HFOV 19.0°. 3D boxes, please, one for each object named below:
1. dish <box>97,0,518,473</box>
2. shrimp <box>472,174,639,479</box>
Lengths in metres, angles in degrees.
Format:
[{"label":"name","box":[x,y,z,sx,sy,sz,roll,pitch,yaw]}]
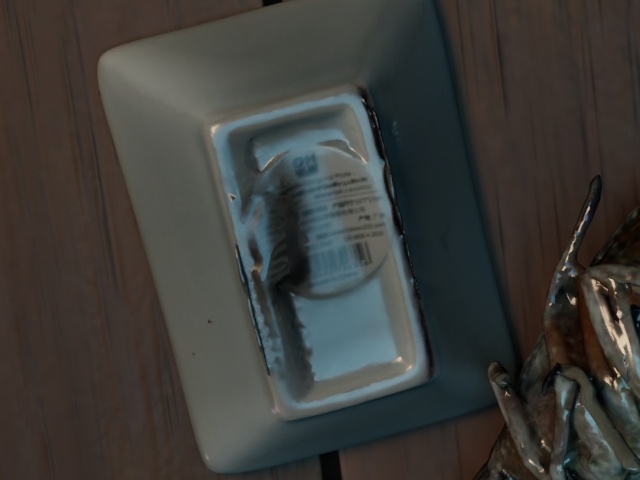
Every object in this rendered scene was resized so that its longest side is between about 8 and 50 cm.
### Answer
[{"label":"dish","box":[0.000,0.000,0.986,0.182,0.080,0.243,-15,102,-3]},{"label":"shrimp","box":[0.155,0.105,0.994,0.221,0.166,0.410,18,116,-43]}]
